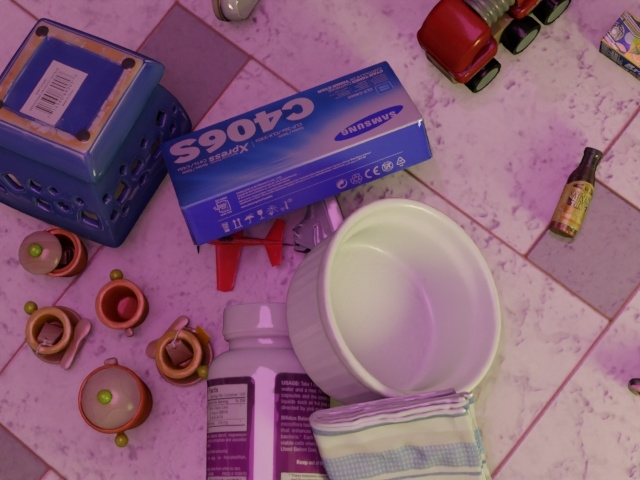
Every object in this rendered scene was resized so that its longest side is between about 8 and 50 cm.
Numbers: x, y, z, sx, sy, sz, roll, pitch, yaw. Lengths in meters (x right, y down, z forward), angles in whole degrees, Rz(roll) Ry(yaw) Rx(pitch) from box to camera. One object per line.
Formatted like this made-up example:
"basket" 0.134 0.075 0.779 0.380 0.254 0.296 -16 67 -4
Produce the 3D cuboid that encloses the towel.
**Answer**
"towel" 0.114 0.301 1.810 0.209 0.285 0.034 -9 42 9

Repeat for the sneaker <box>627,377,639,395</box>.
"sneaker" 0.471 0.182 1.880 0.119 0.047 0.057 -2 72 2

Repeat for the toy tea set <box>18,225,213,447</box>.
"toy tea set" -0.320 0.124 1.977 0.336 0.124 0.200 40 88 14

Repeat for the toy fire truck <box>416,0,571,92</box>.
"toy fire truck" 0.246 -0.320 1.905 0.217 0.246 0.158 -43 75 -1

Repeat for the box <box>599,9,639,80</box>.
"box" 0.473 -0.244 1.952 0.169 0.054 0.059 39 88 13

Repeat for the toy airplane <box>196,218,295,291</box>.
"toy airplane" -0.109 0.003 2.015 0.151 0.028 0.151 -2 81 9

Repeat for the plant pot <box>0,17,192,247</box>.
"plant pot" -0.342 -0.161 1.965 0.236 0.212 0.236 23 67 12

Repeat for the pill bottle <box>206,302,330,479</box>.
"pill bottle" -0.070 0.240 1.892 0.169 0.169 0.301 -1 79 9

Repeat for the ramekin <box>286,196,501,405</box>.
"ramekin" 0.089 0.095 1.850 0.277 0.135 0.277 12 67 -29

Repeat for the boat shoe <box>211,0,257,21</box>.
"boat shoe" -0.068 -0.455 2.053 0.103 0.113 0.302 17 82 18

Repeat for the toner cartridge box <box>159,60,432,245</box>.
"toner cartridge box" -0.037 -0.124 1.940 0.348 0.075 0.165 -21 41 -4

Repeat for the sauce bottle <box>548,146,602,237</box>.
"sauce bottle" 0.356 -0.068 1.944 0.042 0.042 0.128 19 84 12

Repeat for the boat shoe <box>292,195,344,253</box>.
"boat shoe" 0.000 0.001 1.971 0.081 0.079 0.227 -16 80 2
